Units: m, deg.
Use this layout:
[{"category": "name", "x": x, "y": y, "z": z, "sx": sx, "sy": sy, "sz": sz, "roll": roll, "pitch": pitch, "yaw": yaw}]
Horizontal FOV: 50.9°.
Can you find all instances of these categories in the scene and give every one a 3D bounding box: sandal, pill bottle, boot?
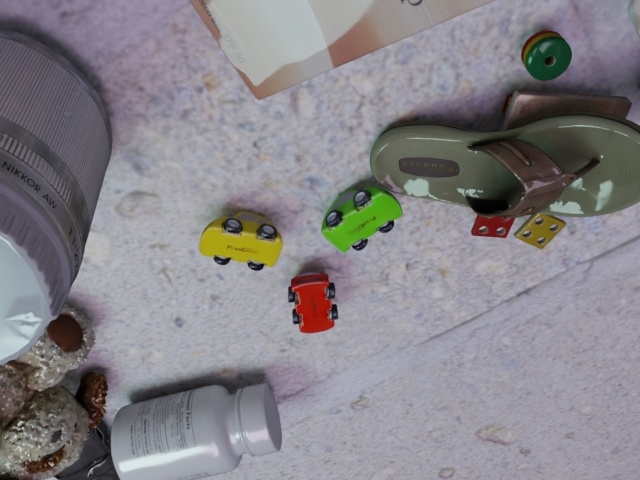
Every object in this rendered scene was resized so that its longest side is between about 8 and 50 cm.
[{"category": "sandal", "x": 0.194, "y": -0.065, "z": 0.715, "sx": 0.303, "sy": 0.086, "sz": 0.120, "roll": 2, "pitch": 126, "yaw": 24}, {"category": "pill bottle", "x": -0.181, "y": 0.289, "z": 1.009, "sx": 0.230, "sy": 0.131, "sz": 0.131, "roll": -14, "pitch": 131, "yaw": 5}, {"category": "boot", "x": -0.399, "y": 0.402, "z": 1.123, "sx": 0.263, "sy": 0.091, "sz": 0.229, "roll": -32, "pitch": 121, "yaw": 14}]

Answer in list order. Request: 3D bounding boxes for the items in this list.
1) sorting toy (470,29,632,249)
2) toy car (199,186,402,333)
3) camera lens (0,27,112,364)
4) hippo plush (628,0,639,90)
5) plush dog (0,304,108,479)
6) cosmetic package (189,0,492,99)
[{"category": "sorting toy", "x": 0.260, "y": -0.108, "z": 0.776, "sx": 0.133, "sy": 0.046, "sz": 0.274, "roll": 2, "pitch": 130, "yaw": -8}, {"category": "toy car", "x": 0.000, "y": 0.000, "z": 0.835, "sx": 0.225, "sy": 0.053, "sz": 0.239, "roll": -34, "pitch": 127, "yaw": 20}, {"category": "camera lens", "x": -0.317, "y": -0.049, "z": 0.608, "sx": 0.220, "sy": 0.274, "sz": 0.219, "roll": -3, "pitch": 131, "yaw": -4}, {"category": "hippo plush", "x": 0.382, "y": -0.186, "z": 0.647, "sx": 0.235, "sy": 0.294, "sz": 0.236, "roll": 23, "pitch": 155, "yaw": 8}, {"category": "plush dog", "x": -0.410, "y": 0.234, "z": 0.904, "sx": 0.211, "sy": 0.262, "sz": 0.225, "roll": 0, "pitch": 129, "yaw": 39}, {"category": "cosmetic package", "x": 0.047, "y": -0.243, "z": 0.519, "sx": 0.296, "sy": 0.129, "sz": 0.153, "roll": -17, "pitch": 123, "yaw": 31}]
